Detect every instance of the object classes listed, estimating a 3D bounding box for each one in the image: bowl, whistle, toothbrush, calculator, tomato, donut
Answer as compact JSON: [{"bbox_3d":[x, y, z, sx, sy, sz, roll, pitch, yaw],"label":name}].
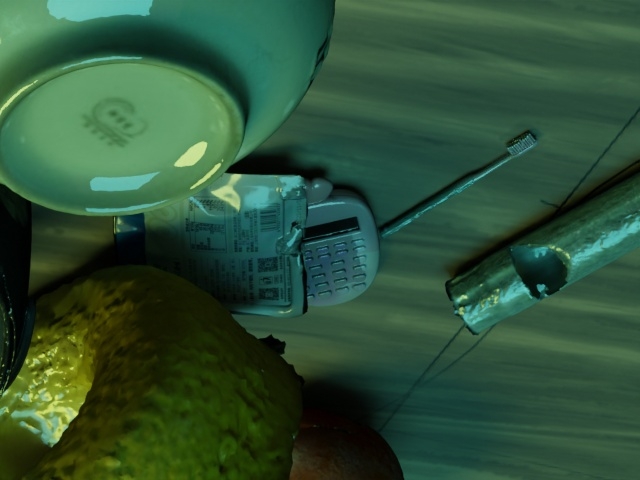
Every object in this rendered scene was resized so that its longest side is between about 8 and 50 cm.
[{"bbox_3d":[-0.147,-0.140,1.340,0.354,0.185,0.354,-7,146,-5],"label":"bowl"},{"bbox_3d":[0.257,-0.012,1.742,0.312,0.062,0.062,-30,131,17],"label":"whistle"},{"bbox_3d":[0.119,-0.048,1.717,0.167,0.011,0.014,-32,125,19],"label":"toothbrush"},{"bbox_3d":[0.000,0.000,1.732,0.103,0.024,0.166,-12,136,2],"label":"calculator"},{"bbox_3d":[-0.019,0.252,1.854,0.208,0.184,0.208,4,167,1],"label":"tomato"},{"bbox_3d":[-0.227,0.178,1.639,0.435,0.377,0.163,-21,123,31],"label":"donut"}]

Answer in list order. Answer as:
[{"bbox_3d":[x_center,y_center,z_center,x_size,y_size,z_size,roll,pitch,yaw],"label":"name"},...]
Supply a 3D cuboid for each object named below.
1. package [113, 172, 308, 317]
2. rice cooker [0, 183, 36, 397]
[{"bbox_3d":[-0.096,0.002,1.701,0.173,0.027,0.171,5,136,4],"label":"package"},{"bbox_3d":[-0.349,0.018,1.547,0.267,0.224,0.267,-6,133,-7],"label":"rice cooker"}]
